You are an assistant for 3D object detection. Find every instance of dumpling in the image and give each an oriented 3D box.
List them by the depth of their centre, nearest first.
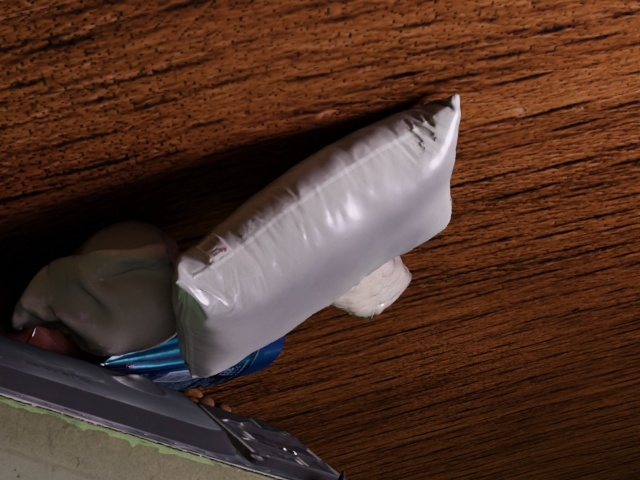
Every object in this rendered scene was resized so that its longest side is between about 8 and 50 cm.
[{"bbox_3d":[-0.167,0.040,1.303,0.134,0.100,0.169,-11,-175,-5],"label":"dumpling"}]

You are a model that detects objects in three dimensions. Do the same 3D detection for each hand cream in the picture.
[{"bbox_3d":[-0.139,0.103,1.456,0.120,0.061,0.270,-19,175,34],"label":"hand cream"}]

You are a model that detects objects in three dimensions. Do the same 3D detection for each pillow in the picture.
[{"bbox_3d":[0.001,0.000,1.271,0.254,0.078,0.144,-33,145,-16],"label":"pillow"}]

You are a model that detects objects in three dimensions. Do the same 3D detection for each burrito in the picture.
[{"bbox_3d":[0.013,0.014,1.424,0.082,0.059,0.275,-37,156,5],"label":"burrito"}]

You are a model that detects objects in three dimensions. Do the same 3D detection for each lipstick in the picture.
[{"bbox_3d":[-0.242,0.081,1.412,0.057,0.057,0.357,-17,160,2],"label":"lipstick"}]

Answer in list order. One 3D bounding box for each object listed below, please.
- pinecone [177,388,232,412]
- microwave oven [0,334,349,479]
[{"bbox_3d":[-0.172,0.227,1.703,0.179,0.150,0.195,-10,162,-32],"label":"pinecone"},{"bbox_3d":[-0.216,0.241,1.226,0.394,0.333,0.247,21,179,-22],"label":"microwave oven"}]
